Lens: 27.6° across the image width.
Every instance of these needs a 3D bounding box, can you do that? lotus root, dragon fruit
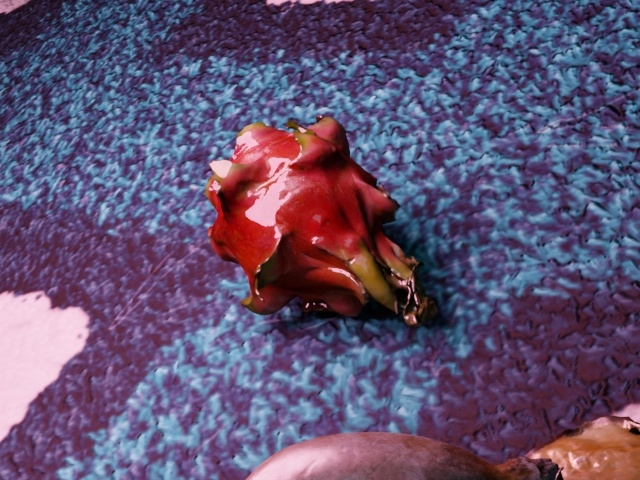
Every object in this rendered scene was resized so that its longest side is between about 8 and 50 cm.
[{"bbox_3d":[0.028,0.129,0.585,0.165,0.088,0.088,-11,37,15],"label":"lotus root"},{"bbox_3d":[-0.004,0.000,0.974,0.137,0.135,0.236,-27,50,-9],"label":"dragon fruit"}]

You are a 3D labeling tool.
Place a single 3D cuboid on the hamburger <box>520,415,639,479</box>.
[{"bbox_3d":[0.115,0.220,0.579,0.309,0.132,0.211,-35,34,-11],"label":"hamburger"}]
